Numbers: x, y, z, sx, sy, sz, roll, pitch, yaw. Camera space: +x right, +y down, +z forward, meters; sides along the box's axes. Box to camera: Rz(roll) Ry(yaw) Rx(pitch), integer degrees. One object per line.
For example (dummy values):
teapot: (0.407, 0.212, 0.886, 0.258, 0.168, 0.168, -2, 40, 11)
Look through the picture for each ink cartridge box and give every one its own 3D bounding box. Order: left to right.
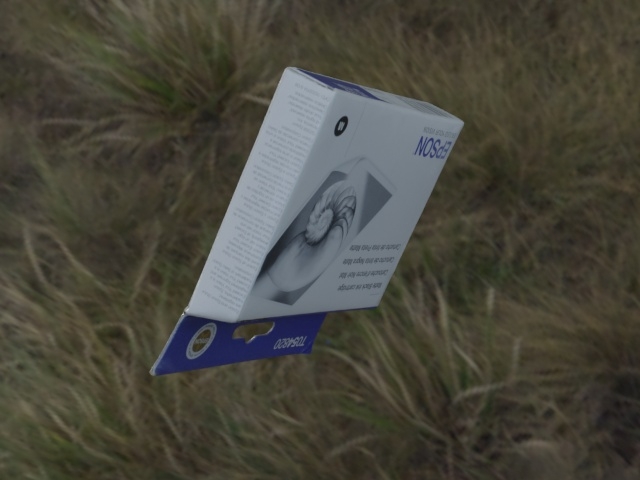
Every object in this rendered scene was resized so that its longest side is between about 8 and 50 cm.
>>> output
ink cartridge box: (0.000, 0.000, 0.874, 0.045, 0.223, 0.224, 31, 104, 24)
